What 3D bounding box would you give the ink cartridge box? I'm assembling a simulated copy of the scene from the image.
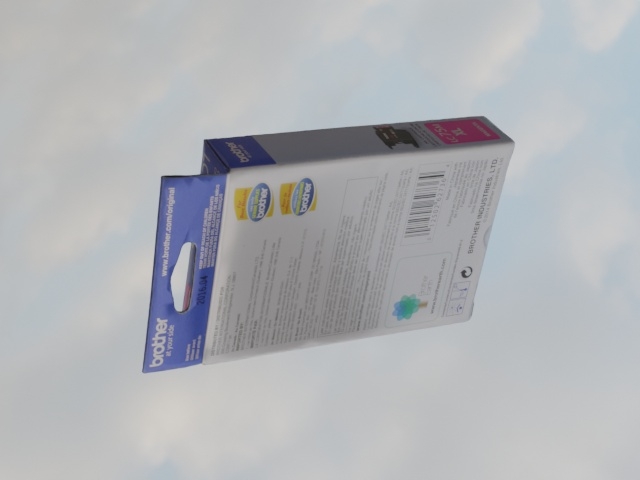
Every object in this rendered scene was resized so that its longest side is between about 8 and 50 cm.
[{"bbox_3d":[0.000,0.000,1.036,0.311,0.186,0.065,-9,-144,-28],"label":"ink cartridge box"}]
